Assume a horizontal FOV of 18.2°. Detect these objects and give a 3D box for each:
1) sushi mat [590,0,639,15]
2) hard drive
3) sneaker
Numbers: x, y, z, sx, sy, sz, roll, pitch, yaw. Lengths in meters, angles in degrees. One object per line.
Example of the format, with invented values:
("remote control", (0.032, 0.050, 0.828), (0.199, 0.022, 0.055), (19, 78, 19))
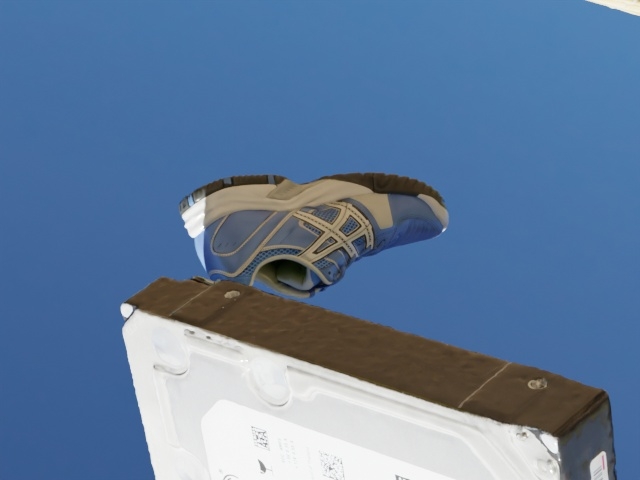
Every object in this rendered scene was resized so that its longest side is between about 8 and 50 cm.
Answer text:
("sushi mat", (0.006, -0.154, 0.889), (0.316, 0.019, 0.151), (2, -148, -42))
("hard drive", (0.030, 0.162, 1.223), (0.339, 0.237, 0.064), (16, -144, 39))
("sneaker", (0.000, 0.000, 1.418), (0.211, 0.080, 0.081), (-5, -108, -30))
